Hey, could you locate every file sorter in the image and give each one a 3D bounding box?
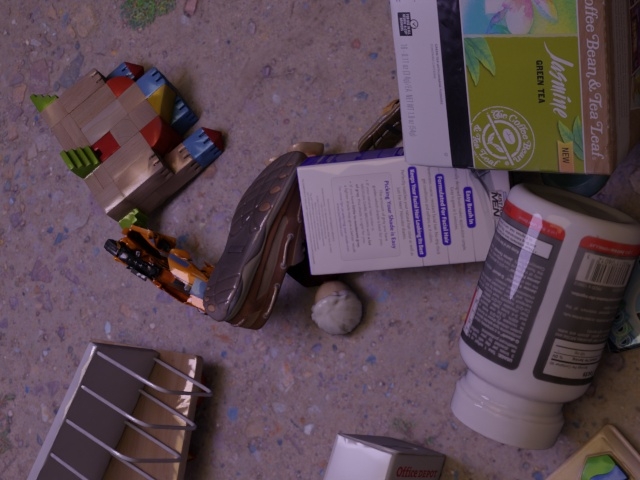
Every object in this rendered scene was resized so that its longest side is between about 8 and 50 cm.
[{"bbox_3d":[-0.341,0.343,1.994,0.173,0.193,0.278,27,93,27],"label":"file sorter"}]

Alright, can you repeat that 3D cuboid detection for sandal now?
[{"bbox_3d":[0.135,-0.215,2.021,0.180,0.072,0.049,-37,43,23],"label":"sandal"}]

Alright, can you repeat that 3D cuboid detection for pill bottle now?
[{"bbox_3d":[0.329,0.114,1.728,0.210,0.210,0.363,26,107,31],"label":"pill bottle"}]

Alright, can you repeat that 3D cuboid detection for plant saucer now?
[{"bbox_3d":[0.410,-0.124,1.865,0.119,0.021,0.119,-6,78,28],"label":"plant saucer"}]

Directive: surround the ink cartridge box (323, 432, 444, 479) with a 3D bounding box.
[{"bbox_3d":[0.078,0.451,1.833,0.114,0.197,0.273,16,88,31],"label":"ink cartridge box"}]

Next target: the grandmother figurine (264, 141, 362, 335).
[{"bbox_3d":[0.000,0.000,2.034,0.208,0.104,0.342,-30,68,45],"label":"grandmother figurine"}]

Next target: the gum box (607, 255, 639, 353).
[{"bbox_3d":[0.513,0.072,1.755,0.184,0.041,0.157,-19,71,26],"label":"gum box"}]

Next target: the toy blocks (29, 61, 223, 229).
[{"bbox_3d":[-0.364,-0.218,2.254,0.261,0.191,0.381,-40,64,4],"label":"toy blocks"}]

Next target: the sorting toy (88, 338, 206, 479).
[{"bbox_3d":[-0.329,0.329,2.152,0.255,0.089,0.257,5,82,30],"label":"sorting toy"}]

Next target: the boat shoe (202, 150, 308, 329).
[{"bbox_3d":[-0.088,0.002,1.977,0.123,0.116,0.324,11,73,58],"label":"boat shoe"}]

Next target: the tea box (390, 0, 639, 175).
[{"bbox_3d":[0.291,-0.288,1.670,0.323,0.220,0.329,4,115,29],"label":"tea box"}]

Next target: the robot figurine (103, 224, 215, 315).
[{"bbox_3d":[-0.253,0.058,2.107,0.291,0.211,0.085,29,93,21],"label":"robot figurine"}]

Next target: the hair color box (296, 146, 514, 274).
[{"bbox_3d":[0.144,-0.056,1.867,0.338,0.110,0.185,-4,103,13],"label":"hair color box"}]

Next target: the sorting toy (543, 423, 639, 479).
[{"bbox_3d":[0.424,0.412,1.737,0.208,0.038,0.193,-47,62,14],"label":"sorting toy"}]
